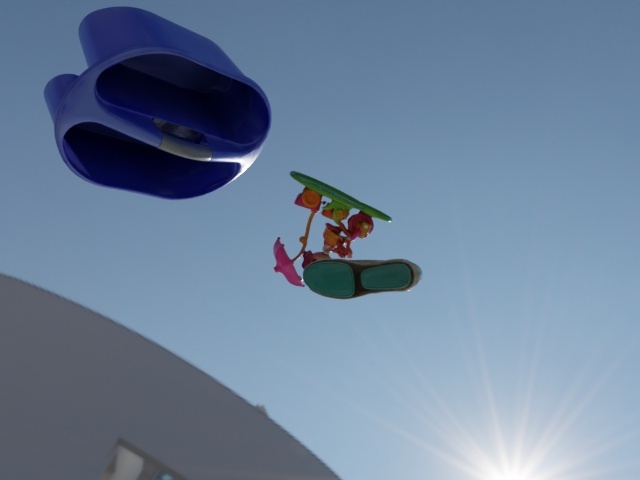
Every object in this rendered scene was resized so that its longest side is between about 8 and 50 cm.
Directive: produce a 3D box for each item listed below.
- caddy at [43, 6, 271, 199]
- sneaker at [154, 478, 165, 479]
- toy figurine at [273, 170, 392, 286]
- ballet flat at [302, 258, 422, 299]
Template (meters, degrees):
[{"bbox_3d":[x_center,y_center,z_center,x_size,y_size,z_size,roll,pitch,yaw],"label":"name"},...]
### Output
[{"bbox_3d":[-0.231,-0.182,0.973,0.241,0.341,0.179,-51,-124,23],"label":"caddy"},{"bbox_3d":[-0.209,0.291,0.388,0.137,0.366,0.210,-40,-114,47],"label":"sneaker"},{"bbox_3d":[0.000,0.000,1.016,0.173,0.130,0.159,24,-80,-6],"label":"toy figurine"},{"bbox_3d":[0.058,0.051,0.892,0.168,0.052,0.057,0,-88,27],"label":"ballet flat"}]
